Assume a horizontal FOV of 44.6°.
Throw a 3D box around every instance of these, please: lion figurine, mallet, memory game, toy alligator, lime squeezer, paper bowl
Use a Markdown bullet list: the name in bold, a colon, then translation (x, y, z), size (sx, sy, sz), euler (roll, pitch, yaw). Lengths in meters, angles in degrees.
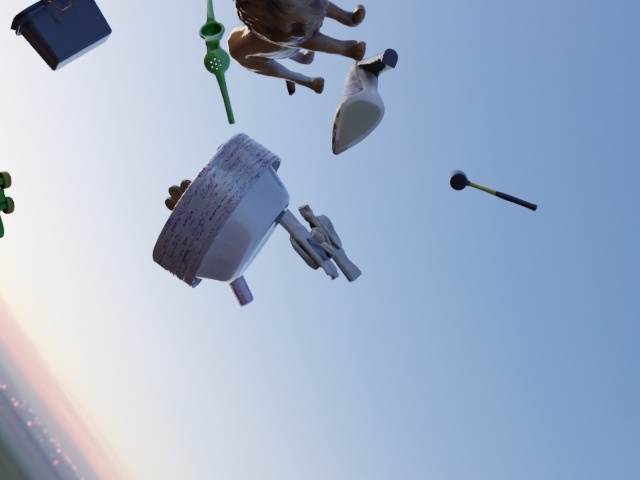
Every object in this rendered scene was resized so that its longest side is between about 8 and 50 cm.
- **lion figurine**: translation (-0.076, -0.343, 1.288), size (0.392, 0.240, 0.142), euler (147, -51, -62)
- **mallet**: translation (0.348, -0.097, 1.585), size (0.189, 0.062, 0.039), euler (22, -74, 10)
- **memory game**: translation (-0.240, -0.050, 1.615), size (0.186, 0.012, 0.186), euler (15, -44, 15)
- **toy alligator**: translation (-0.514, -0.097, 1.200), size (0.051, 0.056, 0.190), euler (4, -78, 40)
- **lime squeezer**: translation (-0.217, -0.412, 1.668), size (0.110, 0.058, 0.310), euler (2, 76, -72)
- **paper bowl**: translation (-0.162, -0.040, 1.398), size (0.148, 0.284, 0.284), euler (35, -24, 1)

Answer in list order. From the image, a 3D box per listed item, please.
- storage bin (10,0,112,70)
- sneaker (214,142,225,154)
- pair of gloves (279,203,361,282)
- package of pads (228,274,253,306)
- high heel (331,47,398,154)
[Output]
- **storage bin**: translation (-0.395, -0.334, 1.218), size (0.091, 0.135, 0.098), euler (55, -25, -11)
- **sneaker**: translation (-0.195, -0.187, 1.909), size (0.080, 0.081, 0.211), euler (42, 17, 19)
- **pair of gloves**: translation (0.000, 0.000, 1.667), size (0.204, 0.042, 0.240), euler (55, 17, 14)
- **package of pads**: translation (-0.167, 0.094, 1.605), size (0.083, 0.032, 0.050), euler (63, -14, 4)
- **high heel**: translation (0.066, -0.286, 1.694), size (0.093, 0.261, 0.186), euler (32, -13, -19)
